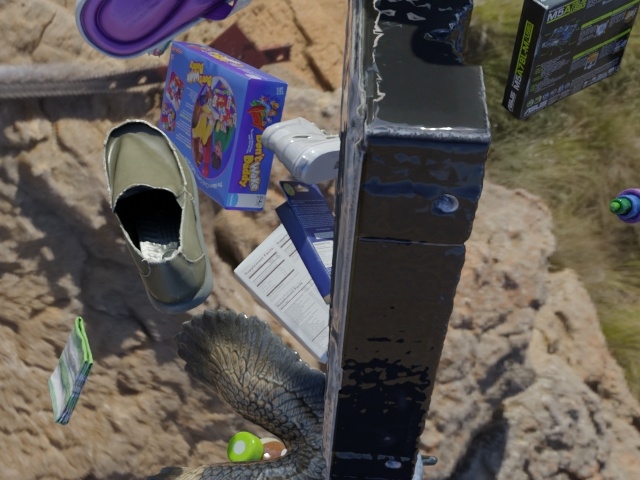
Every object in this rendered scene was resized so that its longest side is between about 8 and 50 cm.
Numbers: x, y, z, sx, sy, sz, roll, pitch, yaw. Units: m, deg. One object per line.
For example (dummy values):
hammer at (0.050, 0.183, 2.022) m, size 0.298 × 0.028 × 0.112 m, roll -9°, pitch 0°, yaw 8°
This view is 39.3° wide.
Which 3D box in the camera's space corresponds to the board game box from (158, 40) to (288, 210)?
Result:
board game box at (-0.196, -0.221, 1.665) m, size 0.078 × 0.347 × 0.233 m, roll 1°, pitch 111°, yaw -33°

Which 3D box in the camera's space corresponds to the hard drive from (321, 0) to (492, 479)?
hard drive at (0.040, -0.014, 0.566) m, size 0.064 × 0.338 × 0.236 m, roll 3°, pitch 48°, yaw 1°

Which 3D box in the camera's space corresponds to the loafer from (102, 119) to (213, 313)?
loafer at (-0.174, -0.045, 0.947) m, size 0.094 × 0.087 × 0.251 m, roll -22°, pitch 57°, yaw -8°

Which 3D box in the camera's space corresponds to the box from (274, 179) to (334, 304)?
box at (0.000, 0.000, 1.541) m, size 0.136 × 0.037 × 0.225 m, roll -5°, pitch 66°, yaw -62°

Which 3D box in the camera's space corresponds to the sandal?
sandal at (-0.137, -0.336, 1.091) m, size 0.169 × 0.416 × 0.102 m, roll 32°, pitch 39°, yaw -35°

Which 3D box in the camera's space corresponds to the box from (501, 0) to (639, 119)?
box at (0.334, -0.268, 1.176) m, size 0.191 × 0.184 × 0.045 m, roll -27°, pitch 53°, yaw -21°

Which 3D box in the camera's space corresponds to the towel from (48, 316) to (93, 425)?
towel at (-0.420, 0.218, 1.492) m, size 0.023 × 0.113 × 0.152 m, roll 8°, pitch 124°, yaw -34°

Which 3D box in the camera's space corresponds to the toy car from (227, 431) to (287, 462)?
toy car at (-0.067, 0.404, 1.346) m, size 0.149 × 0.188 × 0.155 m, roll -50°, pitch 140°, yaw -3°

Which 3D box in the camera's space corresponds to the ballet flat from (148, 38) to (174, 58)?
ballet flat at (-0.340, -0.377, 1.505) m, size 0.091 × 0.241 × 0.077 m, roll -16°, pitch 132°, yaw -51°

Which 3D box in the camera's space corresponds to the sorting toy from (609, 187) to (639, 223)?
sorting toy at (0.654, -0.099, 1.530) m, size 0.126 × 0.366 × 0.127 m, roll -5°, pitch 79°, yaw -45°

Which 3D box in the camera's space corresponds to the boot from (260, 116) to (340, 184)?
boot at (0.016, -0.168, 1.536) m, size 0.258 × 0.123 × 0.095 m, roll -10°, pitch 136°, yaw -51°

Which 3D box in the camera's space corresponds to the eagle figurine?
eagle figurine at (-0.041, 0.230, 0.980) m, size 0.299 × 0.226 × 0.225 m, roll 20°, pitch 117°, yaw -10°

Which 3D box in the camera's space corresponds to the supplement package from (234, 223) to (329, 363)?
supplement package at (-0.022, 0.096, 1.882) m, size 0.262 × 0.199 × 0.198 m, roll 45°, pitch 82°, yaw 1°
